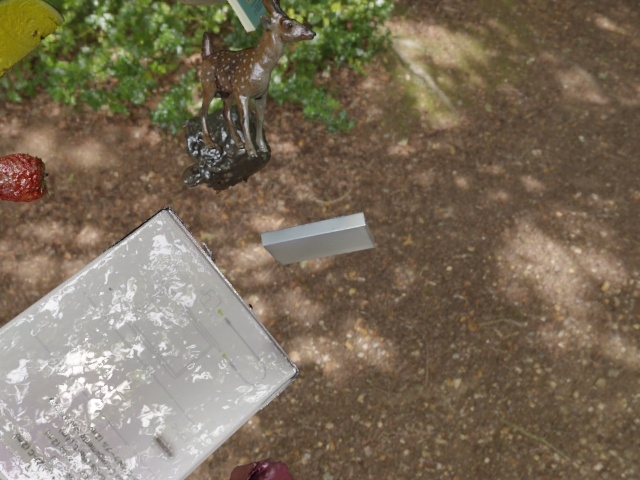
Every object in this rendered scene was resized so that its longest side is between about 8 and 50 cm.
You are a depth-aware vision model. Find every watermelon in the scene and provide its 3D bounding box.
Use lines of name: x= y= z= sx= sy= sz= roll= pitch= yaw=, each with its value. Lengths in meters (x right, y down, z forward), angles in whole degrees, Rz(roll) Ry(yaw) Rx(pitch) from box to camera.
watermelon: x=-0.493 y=-0.331 z=0.936 sx=0.092 sy=0.075 sz=0.181 roll=44 pitch=69 yaw=-12

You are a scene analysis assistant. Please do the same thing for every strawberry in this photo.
strawberry: x=-0.726 y=-0.145 z=1.431 sx=0.131 sy=0.131 sz=0.148 roll=28 pitch=37 yaw=19

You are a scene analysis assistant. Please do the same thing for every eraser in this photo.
eraser: x=0.000 y=0.000 z=0.879 sx=0.150 sy=0.104 sz=0.023 roll=-11 pitch=69 yaw=9

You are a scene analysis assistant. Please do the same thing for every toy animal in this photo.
toy animal: x=-0.107 y=-0.252 z=0.858 sx=0.243 sy=0.260 sz=0.087 roll=13 pitch=19 yaw=37

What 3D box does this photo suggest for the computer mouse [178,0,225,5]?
computer mouse: x=-0.305 y=-0.699 z=1.513 sx=0.228 sy=0.146 sz=0.429 roll=-20 pitch=-8 yaw=10

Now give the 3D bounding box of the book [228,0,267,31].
book: x=-0.177 y=-0.633 z=1.146 sx=0.031 sy=0.379 sz=0.264 roll=0 pitch=52 yaw=36

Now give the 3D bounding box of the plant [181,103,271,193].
plant: x=-0.247 y=-0.225 z=1.502 sx=0.204 sy=0.233 sz=0.178 roll=2 pitch=66 yaw=-64

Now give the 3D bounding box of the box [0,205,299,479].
box: x=-0.179 y=0.125 z=0.563 sx=0.251 sy=0.106 sz=0.203 roll=-41 pitch=96 yaw=-21

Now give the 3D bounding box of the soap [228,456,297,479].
soap: x=-0.054 y=0.431 z=0.775 sx=0.182 sy=0.112 sz=0.289 roll=15 pitch=50 yaw=-58
